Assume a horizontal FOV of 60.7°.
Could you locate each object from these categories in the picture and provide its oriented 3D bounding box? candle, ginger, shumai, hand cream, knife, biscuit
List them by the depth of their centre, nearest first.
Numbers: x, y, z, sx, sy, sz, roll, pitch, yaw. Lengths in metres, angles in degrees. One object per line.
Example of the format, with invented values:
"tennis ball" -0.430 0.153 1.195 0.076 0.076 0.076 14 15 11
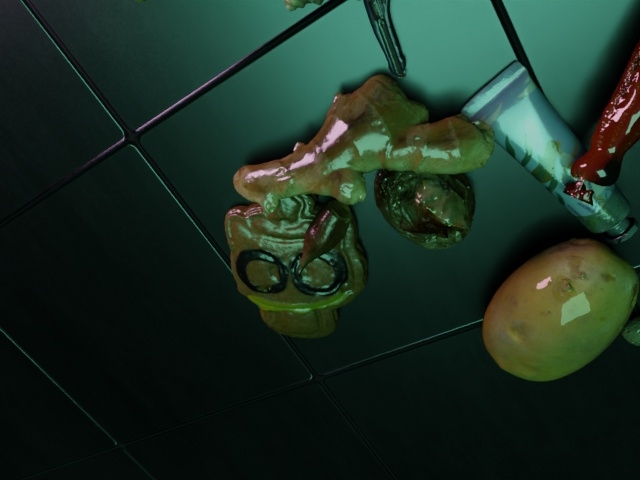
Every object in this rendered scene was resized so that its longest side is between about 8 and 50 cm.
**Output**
"candle" 0.346 -0.188 0.564 0.051 0.048 0.329 31 115 30
"knife" 0.077 -0.246 0.635 0.031 0.018 0.121 -15 118 22
"hand cream" 0.287 -0.096 0.667 0.256 0.055 0.088 45 119 -7
"ginger" 0.034 -0.110 0.671 0.334 0.081 0.147 -19 91 19
"shumai" 0.129 -0.048 0.705 0.123 0.105 0.139 -29 85 29
"biscuit" -0.036 0.032 0.810 0.209 0.041 0.290 0 120 11

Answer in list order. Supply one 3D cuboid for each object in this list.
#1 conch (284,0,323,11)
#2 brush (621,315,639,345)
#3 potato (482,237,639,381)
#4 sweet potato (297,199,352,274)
"conch" 0.005 -0.330 0.536 0.155 0.130 0.207 23 109 -17
"brush" 0.560 0.087 0.724 0.299 0.039 0.042 -20 103 18
"potato" 0.310 0.100 0.729 0.150 0.146 0.233 40 126 23
"sweet potato" 0.000 0.000 0.739 0.049 0.049 0.117 31 109 -7
